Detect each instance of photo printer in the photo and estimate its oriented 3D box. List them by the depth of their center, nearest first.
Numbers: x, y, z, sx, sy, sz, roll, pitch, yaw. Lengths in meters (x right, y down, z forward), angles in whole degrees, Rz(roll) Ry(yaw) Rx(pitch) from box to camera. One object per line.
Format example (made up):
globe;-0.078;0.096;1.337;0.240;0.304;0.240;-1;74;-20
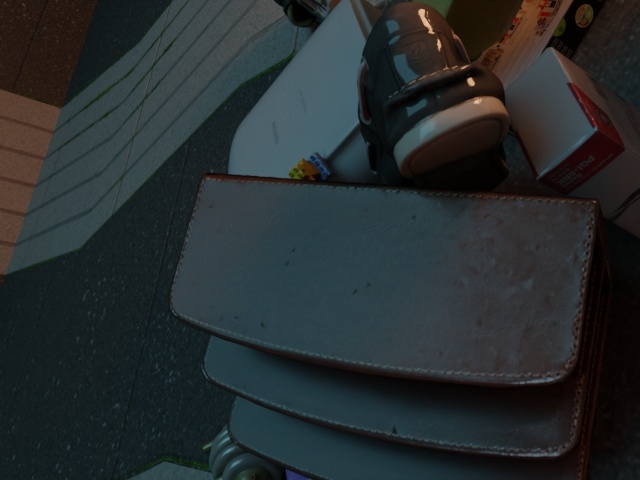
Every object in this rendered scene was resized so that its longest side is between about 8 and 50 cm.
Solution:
photo printer;-0.007;-0.124;0.926;0.307;0.107;0.256;-45;37;28

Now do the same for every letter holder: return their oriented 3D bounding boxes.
letter holder;0.043;0.083;0.552;0.302;0.152;0.214;6;73;27

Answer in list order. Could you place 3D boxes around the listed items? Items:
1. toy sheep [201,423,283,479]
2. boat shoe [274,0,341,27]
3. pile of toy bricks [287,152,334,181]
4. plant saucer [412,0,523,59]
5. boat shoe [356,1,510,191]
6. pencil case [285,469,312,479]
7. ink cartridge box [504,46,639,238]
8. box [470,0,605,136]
toy sheep;-0.083;0.238;0.806;0.091;0.091;0.132;-52;29;19
boat shoe;-0.027;-0.376;1.159;0.073;0.080;0.223;-59;36;0
pile of toy bricks;0.000;0.000;0.751;0.118;0.105;0.212;-45;74;30
plant saucer;0.179;-0.361;0.704;0.332;0.081;0.332;-83;10;-45
boat shoe;0.091;-0.086;0.603;0.112;0.335;0.095;-21;79;4
pencil case;0.009;0.236;0.681;0.086;0.088;0.206;-9;53;10
ink cartridge box;0.209;-0.068;0.546;0.056;0.135;0.099;-45;36;33
box;0.211;-0.212;0.737;0.207;0.036;0.114;-60;32;8
